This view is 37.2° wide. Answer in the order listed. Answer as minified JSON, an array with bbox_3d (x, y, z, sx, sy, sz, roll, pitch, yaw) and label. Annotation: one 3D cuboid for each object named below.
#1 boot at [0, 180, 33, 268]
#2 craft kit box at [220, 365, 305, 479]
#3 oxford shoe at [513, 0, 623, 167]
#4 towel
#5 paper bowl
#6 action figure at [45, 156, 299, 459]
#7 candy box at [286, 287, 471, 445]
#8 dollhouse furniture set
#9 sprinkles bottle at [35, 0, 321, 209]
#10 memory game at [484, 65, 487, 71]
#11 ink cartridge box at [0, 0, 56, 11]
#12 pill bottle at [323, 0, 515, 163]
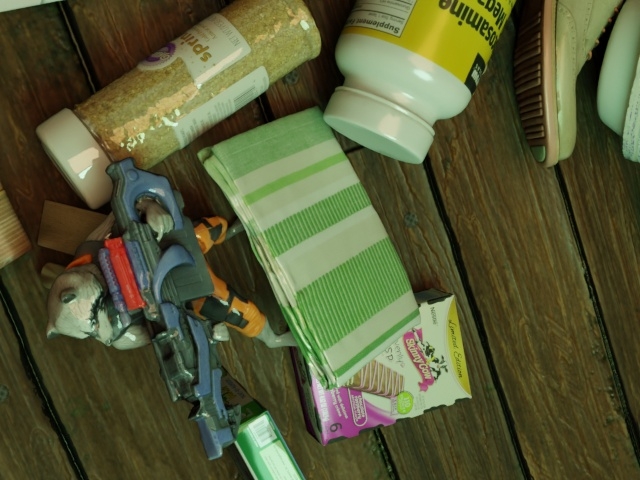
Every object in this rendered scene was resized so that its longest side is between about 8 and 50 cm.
[{"bbox_3d":[-0.502,-0.013,1.082,0.283,0.109,0.220,-33,100,-4],"label":"boot"},{"bbox_3d":[-0.068,0.291,1.197,0.061,0.246,0.250,-29,105,-11],"label":"craft kit box"},{"bbox_3d":[0.354,-0.300,1.321,0.147,0.140,0.397,0,97,-6],"label":"oxford shoe"},{"bbox_3d":[0.000,0.000,1.200,0.248,0.038,0.324,-29,91,-51],"label":"towel"},{"bbox_3d":[0.489,-0.247,1.343,0.148,0.284,0.284,18,90,23],"label":"paper bowl"},{"bbox_3d":[-0.166,0.091,1.100,0.330,0.178,0.341,2,67,-48],"label":"action figure"},{"bbox_3d":[0.084,0.173,1.330,0.233,0.071,0.159,-15,101,-18],"label":"candy box"},{"bbox_3d":[-0.266,0.036,1.211,0.151,0.123,0.144,7,95,-55],"label":"dollhouse furniture set"},{"bbox_3d":[-0.169,-0.184,1.170,0.355,0.121,0.121,-37,107,-13],"label":"sprinkles bottle"},{"bbox_3d":[0.153,-0.267,1.334,0.186,0.012,0.186,-2,97,-20],"label":"memory game"},{"bbox_3d":[-0.344,-0.364,1.042,0.189,0.232,0.066,-14,56,-11],"label":"ink cartridge box"},{"bbox_3d":[0.135,-0.278,1.219,0.188,0.188,0.334,25,88,-21],"label":"pill bottle"}]
